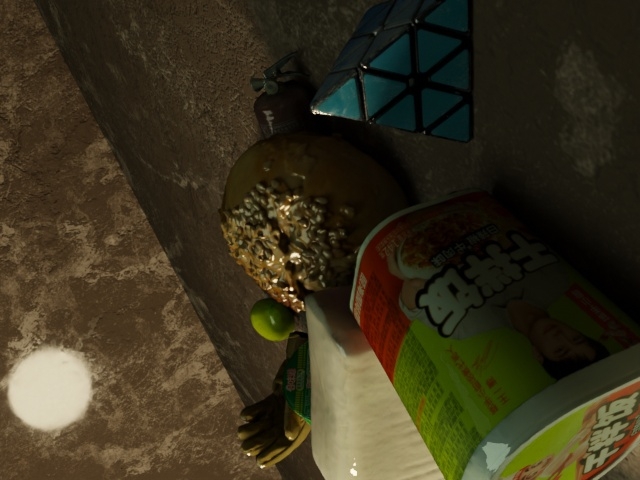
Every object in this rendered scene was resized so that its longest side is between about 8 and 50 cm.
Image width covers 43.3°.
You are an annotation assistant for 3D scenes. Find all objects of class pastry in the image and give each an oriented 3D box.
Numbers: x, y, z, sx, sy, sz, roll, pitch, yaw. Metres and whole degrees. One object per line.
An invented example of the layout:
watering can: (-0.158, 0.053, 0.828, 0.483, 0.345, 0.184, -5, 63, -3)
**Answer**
pastry: (-0.025, -0.017, 1.217, 0.316, 0.184, 0.284, 6, 127, 32)

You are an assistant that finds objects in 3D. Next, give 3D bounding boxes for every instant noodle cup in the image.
instant noodle cup: (0.044, 0.347, 1.734, 0.207, 0.207, 0.232, 45, 163, 36)
instant noodle cup: (0.194, 0.117, 0.912, 0.308, 0.294, 0.294, 55, 162, 36)

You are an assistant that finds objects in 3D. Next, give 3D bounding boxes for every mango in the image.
mango: (-0.122, 0.208, 2.072, 0.163, 0.089, 0.117, 10, 128, 65)

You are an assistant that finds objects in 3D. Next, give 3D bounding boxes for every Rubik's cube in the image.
Rubik's cube: (0.102, -0.245, 0.898, 0.178, 0.211, 0.190, -50, 44, 47)

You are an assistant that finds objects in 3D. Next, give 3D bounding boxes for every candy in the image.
candy: (0.096, 0.223, 1.188, 0.145, 0.208, 0.358, -121, 24, -51)

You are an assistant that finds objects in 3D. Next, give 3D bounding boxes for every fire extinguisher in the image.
fire extinguisher: (-0.038, -0.170, 1.310, 0.105, 0.105, 0.269, 30, 145, 56)

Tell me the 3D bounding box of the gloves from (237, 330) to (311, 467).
gloves: (-0.077, 0.374, 1.871, 0.154, 0.331, 0.141, 10, 152, 24)
